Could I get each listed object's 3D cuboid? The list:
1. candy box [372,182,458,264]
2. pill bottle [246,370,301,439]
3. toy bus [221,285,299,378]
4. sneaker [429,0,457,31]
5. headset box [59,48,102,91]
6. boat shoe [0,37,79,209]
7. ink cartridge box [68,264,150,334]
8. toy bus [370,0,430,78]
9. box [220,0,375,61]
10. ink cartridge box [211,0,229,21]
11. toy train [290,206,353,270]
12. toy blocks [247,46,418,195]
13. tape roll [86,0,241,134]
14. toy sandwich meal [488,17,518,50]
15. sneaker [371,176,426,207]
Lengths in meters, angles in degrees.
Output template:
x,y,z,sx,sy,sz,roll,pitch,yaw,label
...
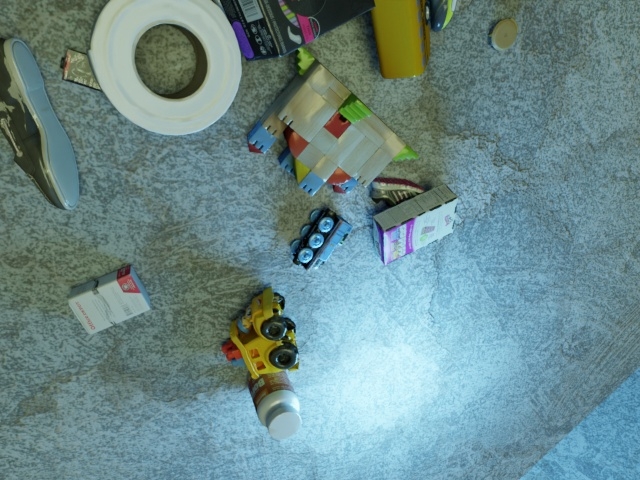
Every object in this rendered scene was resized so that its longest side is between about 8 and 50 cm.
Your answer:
x,y,z,sx,sy,sz,roll,pitch,yaw,label
0.264,-0.044,1.305,0.233,0.071,0.159,-24,143,-10,candy box
-0.129,0.446,1.309,0.121,0.216,0.121,-8,115,-18,pill bottle
-0.177,0.261,1.267,0.211,0.149,0.220,-16,116,3,toy bus
0.234,-0.633,1.062,0.121,0.111,0.300,-16,117,4,sneaker
-0.477,-0.343,0.934,0.083,0.032,0.062,12,107,-25,headset box
-0.577,-0.217,0.916,0.095,0.112,0.335,-9,111,2,boat shoe
-0.505,0.142,1.116,0.150,0.063,0.109,-23,119,-10,ink cartridge box
0.167,-0.539,1.011,0.333,0.108,0.130,71,34,-41,toy bus
-0.046,-0.494,0.934,0.270,0.143,0.165,-39,123,-23,box
-0.162,-0.598,0.935,0.232,0.066,0.189,-41,121,3,ink cartridge box
0.000,0.000,1.248,0.105,0.080,0.184,28,100,-35,toy train
0.008,-0.233,1.111,0.381,0.191,0.261,34,109,-29,toy blocks
-0.309,-0.361,0.934,0.286,0.100,0.286,-12,117,-25,tape roll
0.483,-0.547,1.228,0.085,0.029,0.086,-9,119,-16,toy sandwich meal
0.210,-0.128,1.285,0.170,0.063,0.075,2,118,-24,sneaker
